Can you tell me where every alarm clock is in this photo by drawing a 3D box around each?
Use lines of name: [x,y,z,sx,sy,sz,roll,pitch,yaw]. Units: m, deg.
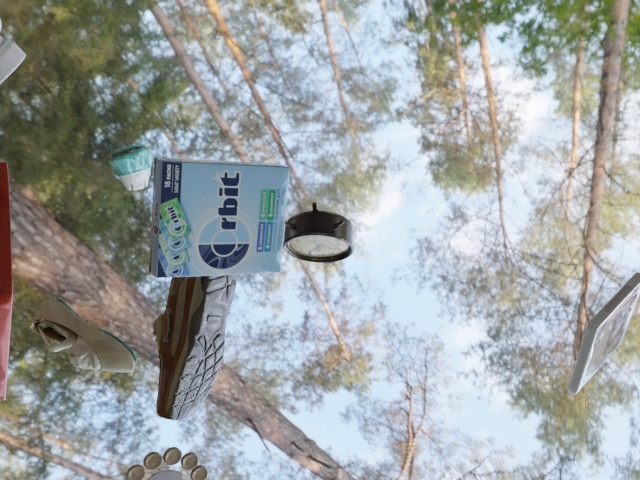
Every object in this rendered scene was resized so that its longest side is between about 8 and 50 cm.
alarm clock: [0.000,0.000,1.173,0.129,0.192,0.064,0,-118,8]

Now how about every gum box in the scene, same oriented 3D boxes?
gum box: [-0.138,-0.031,0.873,0.041,0.184,0.157,25,-68,58]

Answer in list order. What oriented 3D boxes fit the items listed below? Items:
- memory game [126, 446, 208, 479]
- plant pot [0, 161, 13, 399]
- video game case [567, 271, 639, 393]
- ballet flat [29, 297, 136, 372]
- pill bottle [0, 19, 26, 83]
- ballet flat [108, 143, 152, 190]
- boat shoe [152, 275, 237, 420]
memory game: [-0.312,0.499,1.258,0.186,0.186,0.012,-47,-153,-11]
plant pot: [-0.579,0.061,0.901,0.235,0.267,0.267,1,-134,-30]
video game case: [0.555,0.181,1.226,0.183,0.201,0.023,-33,-133,-29]
ballet flat: [-0.447,0.190,1.162,0.248,0.086,0.086,24,-110,29]
pill bottle: [-0.517,-0.302,0.856,0.117,0.208,0.118,-28,-144,22]
ballet flat: [-0.362,-0.141,1.222,0.083,0.087,0.247,-19,-167,-15]
boat shoe: [-0.257,0.177,1.218,0.120,0.122,0.324,9,-100,27]
